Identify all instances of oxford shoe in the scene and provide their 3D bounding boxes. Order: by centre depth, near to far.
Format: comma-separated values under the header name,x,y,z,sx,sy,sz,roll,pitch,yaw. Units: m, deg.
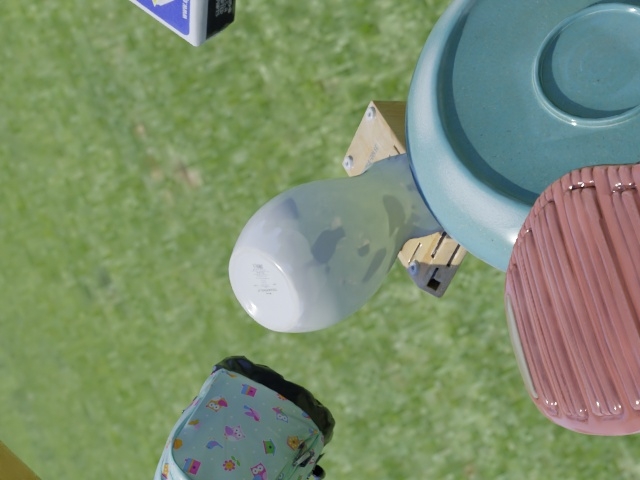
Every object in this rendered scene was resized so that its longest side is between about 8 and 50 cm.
name,x,y,z,sx,sy,sz,roll,pitch,yaw
oxford shoe,0.220,0.006,0.781,0.397,0.146,0.140,141,117,-64

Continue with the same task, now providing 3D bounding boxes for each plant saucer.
name,x,y,z,sx,sy,sz,roll,pitch,yaw
plant saucer,0.205,-0.117,1.112,0.317,0.317,0.044,56,-178,35

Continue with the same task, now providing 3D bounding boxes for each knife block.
name,x,y,z,sx,sy,sz,roll,pitch,yaw
knife block,0.160,-0.069,1.626,0.276,0.242,0.088,60,139,39

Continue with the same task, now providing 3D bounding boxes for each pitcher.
name,x,y,z,sx,sy,sz,roll,pitch,yaw
pitcher,0.000,0.000,1.437,0.177,0.207,0.125,-8,111,48

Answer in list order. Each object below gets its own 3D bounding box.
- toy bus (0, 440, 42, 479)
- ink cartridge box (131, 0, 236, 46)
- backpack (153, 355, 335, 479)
name,x,y,z,sx,sy,sz,roll,pitch,yaw
toy bus,-0.297,0.161,1.090,0.332,0.130,0.108,40,-176,15
ink cartridge box,-0.198,-0.375,1.440,0.307,0.072,0.304,38,146,23
backpack,-0.083,0.199,1.443,0.152,0.182,0.115,26,137,12
